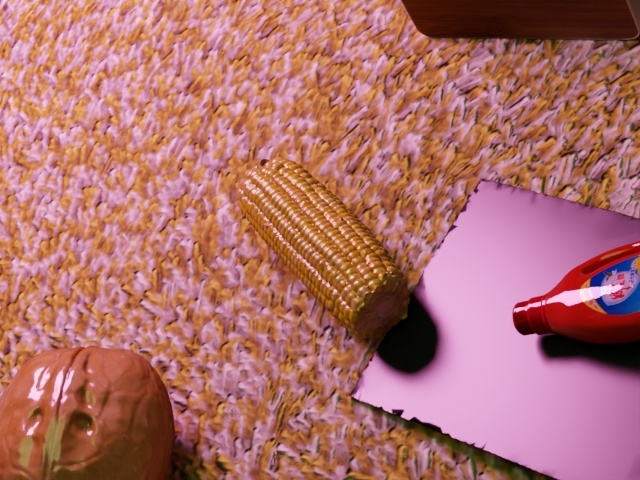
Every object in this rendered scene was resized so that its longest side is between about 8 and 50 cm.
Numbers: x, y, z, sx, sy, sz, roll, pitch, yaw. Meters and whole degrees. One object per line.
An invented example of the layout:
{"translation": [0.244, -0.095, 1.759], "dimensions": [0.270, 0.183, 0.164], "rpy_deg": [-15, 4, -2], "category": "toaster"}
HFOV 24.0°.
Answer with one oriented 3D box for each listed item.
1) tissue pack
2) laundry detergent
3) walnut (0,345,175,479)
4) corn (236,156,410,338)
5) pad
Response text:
{"translation": [0.197, -0.298, 1.468], "dimensions": [0.246, 0.159, 0.136], "rpy_deg": [5, 58, 34], "category": "tissue pack"}
{"translation": [0.235, 0.043, 1.223], "dimensions": [0.165, 0.049, 0.097], "rpy_deg": [-13, 41, 30], "category": "laundry detergent"}
{"translation": [-0.215, 0.188, 1.342], "dimensions": [0.165, 0.165, 0.197], "rpy_deg": [-8, 46, 26], "category": "walnut"}
{"translation": [0.000, 0.000, 1.409], "dimensions": [0.081, 0.081, 0.248], "rpy_deg": [-41, 45, -3], "category": "corn"}
{"translation": [0.212, 0.078, 1.252], "dimensions": [0.367, 0.007, 0.248], "rpy_deg": [17, 66, 44], "category": "pad"}
